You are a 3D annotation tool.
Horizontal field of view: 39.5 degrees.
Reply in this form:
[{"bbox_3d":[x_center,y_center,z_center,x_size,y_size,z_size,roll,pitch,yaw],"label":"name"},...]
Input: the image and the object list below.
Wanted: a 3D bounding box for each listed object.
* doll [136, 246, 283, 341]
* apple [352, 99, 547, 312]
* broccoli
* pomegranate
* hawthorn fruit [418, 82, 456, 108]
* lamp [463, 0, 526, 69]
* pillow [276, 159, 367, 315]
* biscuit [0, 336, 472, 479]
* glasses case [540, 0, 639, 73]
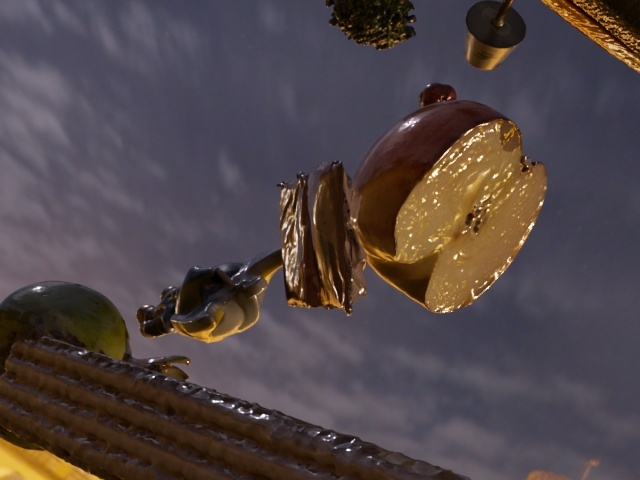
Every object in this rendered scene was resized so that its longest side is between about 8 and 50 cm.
[{"bbox_3d":[-0.158,0.085,1.198,0.316,0.145,0.103,-13,-91,55],"label":"doll"},{"bbox_3d":[0.147,-0.063,1.163,0.163,0.251,0.293,36,-11,37],"label":"apple"},{"bbox_3d":[0.125,-0.454,1.569,0.198,0.275,0.177,7,-42,55],"label":"broccoli"},{"bbox_3d":[-0.280,0.139,1.031,0.198,0.246,0.198,167,-90,-77],"label":"pomegranate"},{"bbox_3d":[0.263,-0.314,2.010,0.093,0.093,0.093,28,-29,17],"label":"hawthorn fruit"},{"bbox_3d":[0.337,-0.418,1.674,0.121,0.121,0.215,34,-28,7],"label":"lamp"},{"bbox_3d":[0.000,0.000,0.846,0.248,0.049,0.135,170,-87,-74],"label":"pillow"},{"bbox_3d":[-0.054,0.146,0.574,0.426,0.078,0.144,7,-20,45],"label":"biscuit"},{"bbox_3d":[0.137,-0.173,0.452,0.266,0.103,0.067,31,-7,-20],"label":"glasses case"}]
